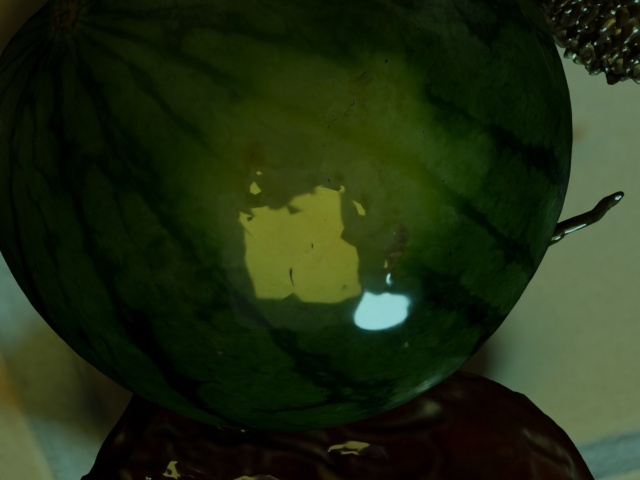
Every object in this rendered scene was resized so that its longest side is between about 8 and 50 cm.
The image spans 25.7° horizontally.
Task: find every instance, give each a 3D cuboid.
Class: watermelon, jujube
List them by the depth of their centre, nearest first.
[{"bbox_3d":[-0.005,-0.003,0.483,0.204,0.127,0.232,-22,143,14],"label":"watermelon"},{"bbox_3d":[0.012,0.124,0.629,0.236,0.168,0.168,19,130,-17],"label":"jujube"}]

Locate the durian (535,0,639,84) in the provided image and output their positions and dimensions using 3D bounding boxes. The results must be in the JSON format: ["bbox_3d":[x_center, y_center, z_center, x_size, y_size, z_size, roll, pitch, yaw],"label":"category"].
[{"bbox_3d":[0.146,-0.091,0.483,0.140,0.071,0.110,-14,141,-12],"label":"durian"}]
